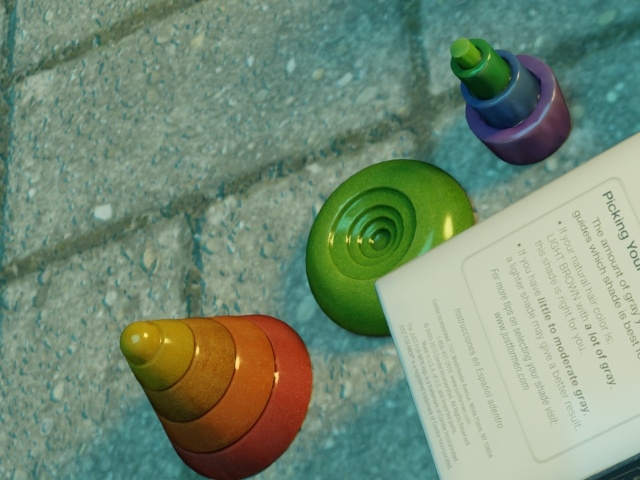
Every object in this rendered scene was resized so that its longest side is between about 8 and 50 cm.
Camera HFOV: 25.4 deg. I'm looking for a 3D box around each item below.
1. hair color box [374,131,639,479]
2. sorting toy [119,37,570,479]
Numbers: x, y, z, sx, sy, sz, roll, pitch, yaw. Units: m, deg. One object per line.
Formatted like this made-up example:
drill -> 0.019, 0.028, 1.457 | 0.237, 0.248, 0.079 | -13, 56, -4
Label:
hair color box -> 0.217, 0.027, 0.768 | 0.347, 0.105, 0.174 | -30, 55, 19
sorting toy -> 0.000, 0.000, 0.923 | 0.365, 0.126, 0.127 | -44, 49, 9
